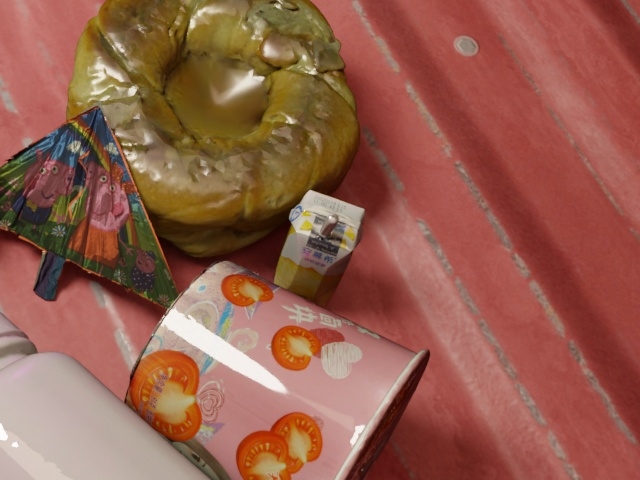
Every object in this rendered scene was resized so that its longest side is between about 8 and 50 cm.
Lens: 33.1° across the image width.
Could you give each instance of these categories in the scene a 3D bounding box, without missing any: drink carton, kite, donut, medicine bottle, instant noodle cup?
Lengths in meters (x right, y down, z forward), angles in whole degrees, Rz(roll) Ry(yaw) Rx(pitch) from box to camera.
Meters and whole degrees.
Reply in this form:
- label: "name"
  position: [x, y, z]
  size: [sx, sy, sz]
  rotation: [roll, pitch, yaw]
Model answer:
- label: "drink carton"
  position: [0.000, 0.000, 1.179]
  size: [0.084, 0.200, 0.075]
  rotation: [22, 57, -2]
- label: "kite"
  position: [-0.258, -0.038, 1.153]
  size: [0.321, 0.234, 0.016]
  rotation: [24, 16, 16]
- label: "donut"
  position: [-0.121, -0.160, 1.261]
  size: [0.360, 0.170, 0.361]
  rotation: [5, 65, -11]
- label: "medicine bottle"
  position: [-0.245, 0.233, 0.981]
  size: [0.378, 0.214, 0.213]
  rotation: [39, 60, 12]
- label: "instant noodle cup"
  position: [-0.046, 0.155, 1.073]
  size: [0.231, 0.243, 0.243]
  rotation: [31, 59, 12]
